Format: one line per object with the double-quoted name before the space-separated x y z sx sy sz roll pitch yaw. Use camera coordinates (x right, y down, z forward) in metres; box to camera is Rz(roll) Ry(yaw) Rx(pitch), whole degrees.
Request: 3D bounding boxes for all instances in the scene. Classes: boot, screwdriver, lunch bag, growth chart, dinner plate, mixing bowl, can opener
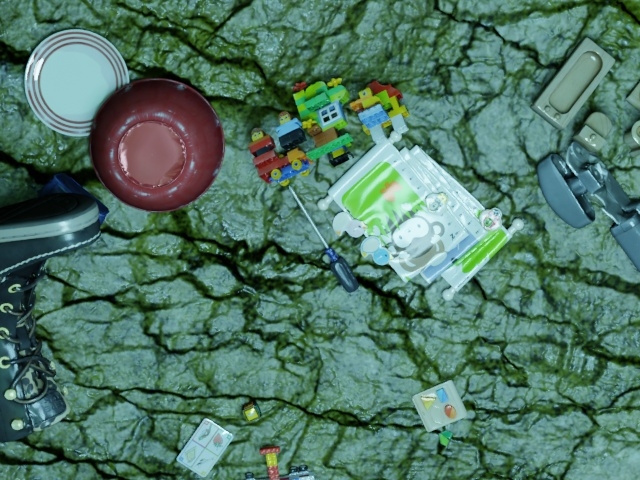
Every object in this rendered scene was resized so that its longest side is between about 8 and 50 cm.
"boot" -0.394 0.105 1.499 0.377 0.138 0.284 -14 102 29
"screwdriver" 0.000 0.000 1.558 0.025 0.024 0.170 -42 104 -22
"lunch bag" -0.340 -0.041 1.549 0.098 0.067 0.065 39 97 -1
"growth chart" 0.129 -0.029 1.558 0.237 0.021 0.172 38 99 -3
"dinner plate" -0.324 -0.210 1.548 0.141 0.017 0.141 0 99 1
"mixing bowl" -0.216 -0.118 1.508 0.181 0.098 0.182 -1 101 -3
"can opener" 0.397 -0.008 1.538 0.095 0.076 0.283 -33 97 38

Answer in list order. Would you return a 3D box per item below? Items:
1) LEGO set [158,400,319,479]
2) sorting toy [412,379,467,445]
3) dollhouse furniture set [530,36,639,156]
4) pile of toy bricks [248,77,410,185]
"LEGO set" -0.122 0.348 1.608 0.182 0.060 0.244 34 98 -7
"sorting toy" 0.170 0.241 1.601 0.062 0.012 0.083 -25 97 5
"dollhouse furniture set" 0.379 -0.184 1.458 0.151 0.123 0.144 39 84 -3
"pile of toy bricks" -0.003 -0.163 1.510 0.212 0.118 0.105 -24 65 14
